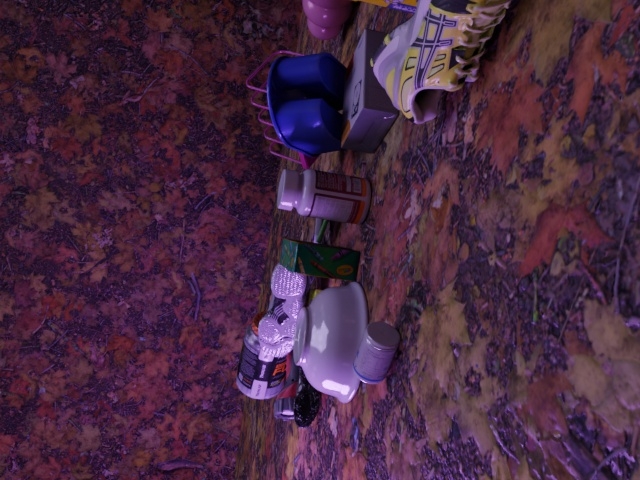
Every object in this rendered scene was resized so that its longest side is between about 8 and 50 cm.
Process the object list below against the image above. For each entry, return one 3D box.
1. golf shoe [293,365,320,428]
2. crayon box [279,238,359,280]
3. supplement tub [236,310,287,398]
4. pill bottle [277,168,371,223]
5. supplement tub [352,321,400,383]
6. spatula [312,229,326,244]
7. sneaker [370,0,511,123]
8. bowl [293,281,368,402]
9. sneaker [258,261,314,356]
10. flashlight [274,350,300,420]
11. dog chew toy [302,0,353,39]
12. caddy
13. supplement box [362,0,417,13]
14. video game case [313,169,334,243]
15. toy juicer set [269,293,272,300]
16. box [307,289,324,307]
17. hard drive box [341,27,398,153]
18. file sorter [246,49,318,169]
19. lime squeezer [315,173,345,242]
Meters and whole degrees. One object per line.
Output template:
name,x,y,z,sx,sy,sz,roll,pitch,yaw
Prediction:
golf shoe,-0.037,0.457,1.621,0.094,0.077,0.198,97,-178,-59
crayon box,-0.011,0.049,1.512,0.278,0.165,0.081,-167,85,-78
supplement tub,-0.215,0.444,2.148,0.194,0.193,0.316,-102,23,-59
pill bottle,0.007,-0.114,1.394,0.121,0.221,0.121,-172,90,-78
supplement tub,0.107,0.218,1.066,0.071,0.070,0.107,-100,21,-56
spatula,0.000,0.000,1.821,0.296,0.030,0.084,-104,27,-62
sneaker,0.217,-0.323,0.844,0.147,0.145,0.385,64,158,9
bowl,0.011,0.242,1.358,0.298,0.134,0.298,-172,90,-79
sneaker,-0.101,0.196,1.813,0.210,0.137,0.366,-62,-14,-65
flashlight,-0.099,0.437,1.832,0.103,0.103,0.304,112,161,-51
dog chew toy,0.027,-0.827,1.873,0.332,0.206,0.207,104,169,-62
caddy,-0.024,-0.360,1.483,0.341,0.179,0.242,10,-102,-65
supplement box,0.180,-0.620,0.983,0.195,0.194,0.357,-163,81,-78
video game case,0.011,-0.091,1.696,0.190,0.022,0.173,97,-173,-48
toy juicer set,-0.137,0.222,1.981,0.209,0.089,0.329,98,-166,-80
box,-0.017,0.243,1.711,0.109,0.042,0.179,155,123,-77
hard drive box,0.120,-0.362,1.354,0.181,0.089,0.232,123,153,-64
file sorter,-0.086,-0.413,1.716,0.202,0.182,0.291,-53,-31,-26
lime squeezer,0.036,-0.126,1.580,0.110,0.058,0.310,-43,19,36
